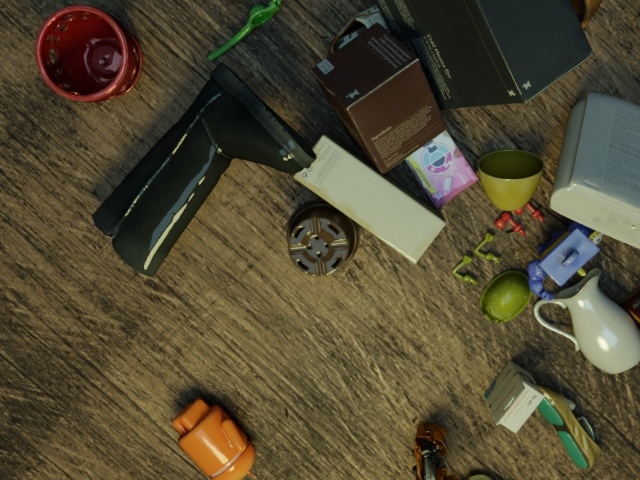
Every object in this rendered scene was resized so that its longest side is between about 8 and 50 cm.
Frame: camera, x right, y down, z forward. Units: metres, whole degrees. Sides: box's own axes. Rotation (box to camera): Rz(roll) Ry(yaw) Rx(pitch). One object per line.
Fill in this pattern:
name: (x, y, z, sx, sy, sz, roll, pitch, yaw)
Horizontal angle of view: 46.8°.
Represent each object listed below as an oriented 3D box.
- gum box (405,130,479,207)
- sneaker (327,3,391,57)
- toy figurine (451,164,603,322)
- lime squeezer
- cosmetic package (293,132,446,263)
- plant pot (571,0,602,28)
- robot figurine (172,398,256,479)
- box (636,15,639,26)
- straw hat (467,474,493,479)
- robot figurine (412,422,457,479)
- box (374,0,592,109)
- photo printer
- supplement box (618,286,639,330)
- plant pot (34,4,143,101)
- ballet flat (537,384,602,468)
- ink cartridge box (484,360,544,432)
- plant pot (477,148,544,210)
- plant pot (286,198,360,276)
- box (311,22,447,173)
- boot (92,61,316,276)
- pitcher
gum box: (0.246, -0.171, 1.586, 0.107, 0.062, 0.188, -34, 95, 9)
sneaker: (0.143, -0.445, 1.522, 0.290, 0.123, 0.106, -35, 93, 7)
toy figurine: (0.457, 0.025, 1.525, 0.362, 0.217, 0.191, -43, 94, 9)
lime squeezer: (-0.137, -0.510, 1.565, 0.110, 0.059, 0.310, 24, 101, 0)
cosmetic package: (0.105, -0.094, 1.562, 0.309, 0.160, 0.113, 36, 101, -1)
plant pot: (0.447, -0.563, 1.418, 0.291, 0.291, 0.203, 41, 82, -3)
robot figurine: (-0.236, 0.467, 1.691, 0.158, 0.128, 0.219, -40, 94, 9)
box: (0.685, -0.442, 1.456, 0.059, 0.169, 0.054, -32, 95, 9)
straw hat: (0.367, 0.570, 1.693, 0.145, 0.144, 0.061, 7, 61, 3)
robot figurine: (0.242, 0.511, 1.580, 0.085, 0.291, 0.211, -1, 100, 4)
box: (0.274, -0.432, 1.366, 0.179, 0.312, 0.343, -36, 109, -14)
photo printer: (0.601, -0.152, 1.472, 0.256, 0.107, 0.307, 23, 57, -1)
supplement box: (0.756, 0.189, 1.540, 0.129, 0.191, 0.194, -36, 95, 10)
plant pot: (-0.469, -0.384, 1.549, 0.191, 0.174, 0.191, 1, 99, 5)
ballet flat: (0.552, 0.402, 1.661, 0.073, 0.080, 0.232, -36, 98, -19)
ink cartridge box: (0.418, 0.341, 1.596, 0.060, 0.180, 0.104, 34, 100, -1)
plant pot: (0.399, -0.120, 1.562, 0.134, 0.134, 0.095, -3, 124, 5)
plant pot: (0.000, 0.000, 1.581, 0.167, 0.165, 0.166, 1, 98, 5)
box: (0.119, -0.280, 1.473, 0.167, 0.168, 0.203, -35, 138, 1)
boot: (-0.250, -0.105, 1.520, 0.445, 0.367, 0.146, -47, 136, 6)
pitcher: (0.579, 0.188, 1.601, 0.178, 0.125, 0.207, -32, 91, 36)
